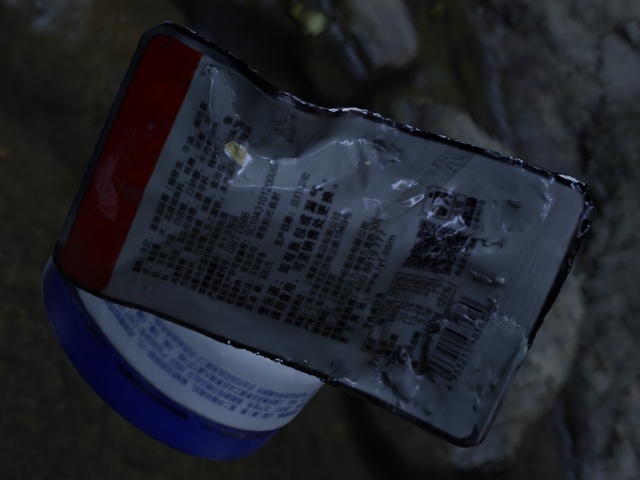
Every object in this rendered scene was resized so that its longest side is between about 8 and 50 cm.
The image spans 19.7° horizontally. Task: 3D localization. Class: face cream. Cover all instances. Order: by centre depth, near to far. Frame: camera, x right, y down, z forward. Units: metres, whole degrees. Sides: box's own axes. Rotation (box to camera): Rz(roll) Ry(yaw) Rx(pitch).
[{"bbox_3d":[-0.083,0.043,1.293,0.206,0.111,0.206,33,27,-19],"label":"face cream"}]

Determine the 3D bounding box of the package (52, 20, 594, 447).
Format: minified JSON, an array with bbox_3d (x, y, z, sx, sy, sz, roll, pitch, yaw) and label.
[{"bbox_3d":[0.000,0.000,0.907,0.239,0.154,0.030,21,22,-8],"label":"package"}]
